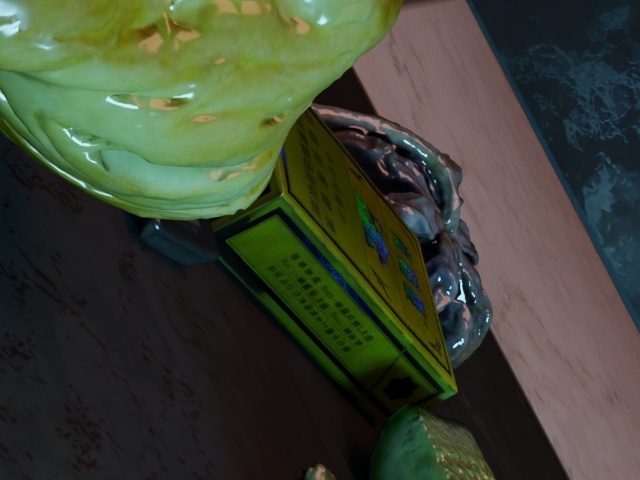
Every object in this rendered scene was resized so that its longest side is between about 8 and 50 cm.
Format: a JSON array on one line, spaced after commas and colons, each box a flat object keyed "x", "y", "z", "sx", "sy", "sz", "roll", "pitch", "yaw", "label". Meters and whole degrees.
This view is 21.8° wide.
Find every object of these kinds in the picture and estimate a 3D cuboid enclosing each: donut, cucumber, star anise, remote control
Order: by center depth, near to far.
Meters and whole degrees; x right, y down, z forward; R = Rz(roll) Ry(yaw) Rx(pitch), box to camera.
[{"x": -0.115, "y": -0.171, "z": 0.604, "sx": 0.360, "sy": 0.170, "sz": 0.360, "roll": 47, "pitch": 11, "yaw": -12, "label": "donut"}, {"x": -0.104, "y": -0.095, "z": 0.904, "sx": 0.063, "sy": 0.025, "sz": 0.245, "roll": 38, "pitch": 29, "yaw": -55, "label": "remote control"}, {"x": 0.076, "y": 0.165, "z": 0.991, "sx": 0.116, "sy": 0.062, "sz": 0.115, "roll": 62, "pitch": 12, "yaw": 24, "label": "cucumber"}, {"x": 0.065, "y": -0.016, "z": 1.229, "sx": 0.262, "sy": 0.081, "sz": 0.230, "roll": 58, "pitch": 26, "yaw": -27, "label": "star anise"}]

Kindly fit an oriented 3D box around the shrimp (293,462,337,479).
[{"x": 0.040, "y": 0.203, "z": 0.790, "sx": 0.115, "sy": 0.051, "sz": 0.217, "roll": 91, "pitch": -24, "yaw": -70, "label": "shrimp"}]

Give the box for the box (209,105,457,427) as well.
[{"x": 0.000, "y": 0.000, "z": 1.016, "sx": 0.220, "sy": 0.064, "sz": 0.141, "roll": 46, "pitch": 22, "yaw": -42, "label": "box"}]
